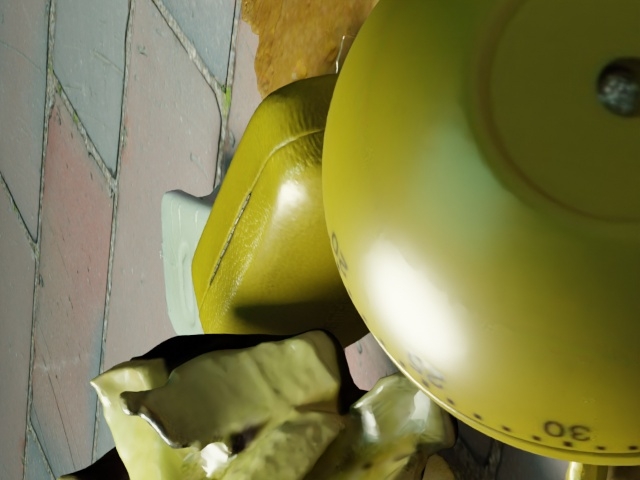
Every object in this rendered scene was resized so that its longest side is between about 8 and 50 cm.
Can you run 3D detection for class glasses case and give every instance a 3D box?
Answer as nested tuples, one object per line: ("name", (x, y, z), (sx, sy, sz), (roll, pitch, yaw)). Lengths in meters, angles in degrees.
("glasses case", (0.000, 0.000, 1.762), (0.371, 0.173, 0.141), (118, 140, -58))

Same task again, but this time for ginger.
("ginger", (-0.062, 0.242, 1.608), (0.413, 0.211, 0.358), (23, 105, 22))

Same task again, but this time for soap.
("soap", (-0.078, 0.044, 2.064), (0.289, 0.095, 0.172), (-158, 63, -65))

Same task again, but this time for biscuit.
("biscuit", (0.008, -0.242, 1.789), (0.376, 0.051, 0.269), (-177, 94, -67))

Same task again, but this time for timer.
("timer", (0.171, -0.023, 1.170), (0.387, 0.376, 0.376), (68, -174, -70))

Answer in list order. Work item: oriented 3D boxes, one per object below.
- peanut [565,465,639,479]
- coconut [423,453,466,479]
("peanut", (0.234, 0.210, 1.331), (0.137, 0.122, 0.253), (139, 123, -59))
("coconut", (0.049, 0.255, 1.746), (0.147, 0.153, 0.147), (173, 90, -68))
